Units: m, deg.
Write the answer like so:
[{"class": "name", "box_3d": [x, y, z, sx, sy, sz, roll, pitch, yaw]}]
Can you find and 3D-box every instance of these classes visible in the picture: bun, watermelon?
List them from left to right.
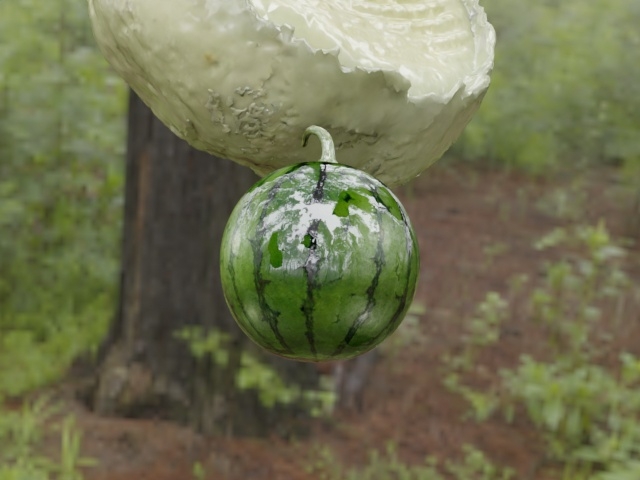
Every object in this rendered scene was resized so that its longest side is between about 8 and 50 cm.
[{"class": "bun", "box_3d": [-0.029, -0.126, 1.107, 0.259, 0.152, 0.259, 28, 35, -23]}, {"class": "watermelon", "box_3d": [0.001, 0.006, 0.875, 0.109, 0.109, 0.109, 4, 24, -2]}]
